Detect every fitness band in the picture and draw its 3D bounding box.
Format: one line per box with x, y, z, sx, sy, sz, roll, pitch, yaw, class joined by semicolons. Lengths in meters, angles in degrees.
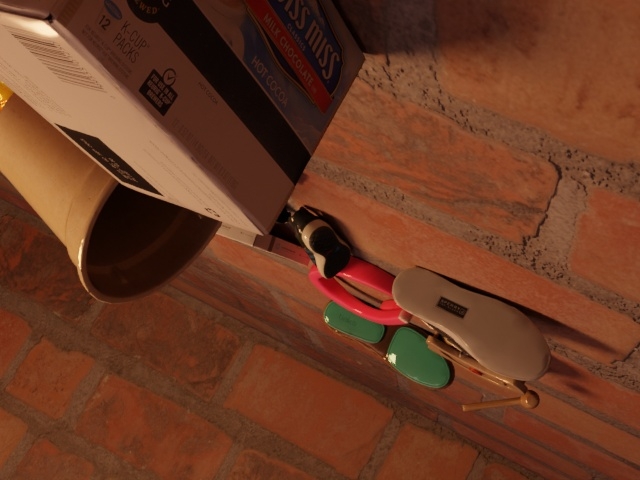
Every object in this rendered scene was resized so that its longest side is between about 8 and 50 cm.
0.083;0.102;1.812;0.209;0.054;0.291;32;165;-12;fitness band

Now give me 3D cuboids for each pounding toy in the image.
0.317;0.256;1.677;0.270;0.154;0.154;30;171;-3;pounding toy

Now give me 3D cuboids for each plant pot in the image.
-0.355;-0.119;1.439;0.305;0.334;0.334;36;170;23;plant pot

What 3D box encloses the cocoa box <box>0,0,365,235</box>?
-0.154;-0.202;0.817;0.231;0.228;0.347;19;163;33;cocoa box

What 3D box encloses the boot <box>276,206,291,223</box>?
-0.158;-0.085;1.609;0.198;0.076;0.137;23;168;-39;boot

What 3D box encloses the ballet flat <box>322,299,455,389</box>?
0.164;0.230;2.027;0.342;0.116;0.124;25;-174;16;ballet flat

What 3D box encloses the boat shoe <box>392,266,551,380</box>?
0.262;0.150;1.507;0.306;0.113;0.105;24;172;30;boat shoe

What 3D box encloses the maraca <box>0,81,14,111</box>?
-0.620;-0.304;1.662;0.186;0.099;0.127;39;160;-13;maraca

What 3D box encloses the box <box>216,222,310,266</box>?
-0.126;0.000;1.802;0.145;0.038;0.186;18;176;39;box

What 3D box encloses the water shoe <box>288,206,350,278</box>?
0.000;0.000;1.618;0.080;0.073;0.203;47;171;28;water shoe
